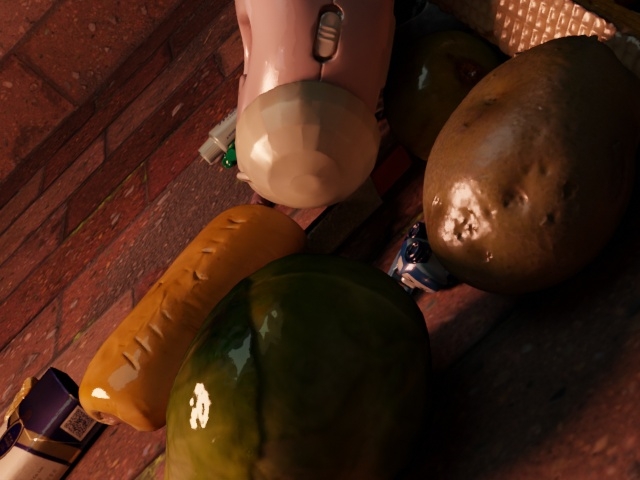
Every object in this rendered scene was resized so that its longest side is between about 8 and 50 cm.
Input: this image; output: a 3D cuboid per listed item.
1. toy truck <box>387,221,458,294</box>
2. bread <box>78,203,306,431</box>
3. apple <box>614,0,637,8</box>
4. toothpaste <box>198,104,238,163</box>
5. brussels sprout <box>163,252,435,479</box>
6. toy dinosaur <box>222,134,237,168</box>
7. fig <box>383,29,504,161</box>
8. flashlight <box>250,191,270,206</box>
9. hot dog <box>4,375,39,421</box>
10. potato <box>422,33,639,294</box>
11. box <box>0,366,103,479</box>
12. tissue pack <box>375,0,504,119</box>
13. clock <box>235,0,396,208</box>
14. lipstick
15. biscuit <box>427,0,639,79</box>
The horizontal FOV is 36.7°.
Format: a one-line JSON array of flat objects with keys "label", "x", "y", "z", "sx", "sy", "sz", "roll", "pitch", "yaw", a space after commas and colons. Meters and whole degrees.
[{"label": "toy truck", "x": 0.092, "y": 0.034, "z": 0.960, "sx": 0.090, "sy": 0.056, "sz": 0.073, "roll": -50, "pitch": 17, "yaw": 27}, {"label": "bread", "x": -0.141, "y": 0.074, "z": 1.051, "sx": 0.142, "sy": 0.091, "sz": 0.305, "roll": 0, "pitch": 43, "yaw": 45}, {"label": "apple", "x": 0.293, "y": -0.330, "z": 1.038, "sx": 0.209, "sy": 0.164, "sz": 0.209, "roll": -29, "pitch": 42, "yaw": 31}, {"label": "toothpaste", "x": -0.098, "y": -0.249, "z": 1.673, "sx": 0.297, "sy": 0.048, "sz": 0.075, "roll": -46, "pitch": 22, "yaw": -6}, {"label": "brussels sprout", "x": -0.026, "y": 0.144, "z": 0.819, "sx": 0.271, "sy": 0.210, "sz": 0.219, "roll": -58, "pitch": 17, "yaw": 16}, {"label": "toy dinosaur", "x": -0.117, "y": -0.163, "z": 1.567, "sx": 0.132, "sy": 0.059, "sz": 0.096, "roll": -50, "pitch": 18, "yaw": 14}, {"label": "fig", "x": 0.124, "y": -0.147, "z": 1.058, "sx": 0.186, "sy": 0.142, "sz": 0.148, "roll": -37, "pitch": 41, "yaw": 52}, {"label": "flashlight", "x": -0.076, "y": -0.080, "z": 1.409, "sx": 0.052, "sy": 0.031, "sz": 0.110, "roll": 125, "pitch": 165, "yaw": -51}, {"label": "hot dog", "x": -0.467, "y": 0.256, "z": 1.534, "sx": 0.034, "sy": 0.030, "sz": 0.090, "roll": -14, "pitch": 40, "yaw": 36}, {"label": "potato", "x": 0.182, "y": -0.065, "z": 0.822, "sx": 0.178, "sy": 0.160, "sz": 0.235, "roll": 32, "pitch": 91, "yaw": 23}, {"label": "box", "x": -0.416, "y": 0.309, "z": 1.330, "sx": 0.259, "sy": 0.071, "sz": 0.168, "roll": -53, "pitch": 26, "yaw": -10}, {"label": "tissue pack", "x": 0.073, "y": -0.301, "z": 1.282, "sx": 0.361, "sy": 0.122, "sz": 0.259, "roll": -23, "pitch": 68, "yaw": 39}, {"label": "clock", "x": -0.013, "y": -0.198, "z": 1.075, "sx": 0.342, "sy": 0.184, "sz": 0.325, "roll": -90, "pitch": 4, "yaw": -87}, {"label": "lipstick", "x": 0.000, "y": 0.000, "z": 1.151, "sx": 0.312, "sy": 0.051, "sz": 0.051, "roll": -44, "pitch": 22, "yaw": 2}, {"label": "biscuit", "x": 0.211, "y": -0.224, "z": 0.960, "sx": 0.378, "sy": 0.054, "sz": 0.094, "roll": 48, "pitch": 139, "yaw": 43}]
